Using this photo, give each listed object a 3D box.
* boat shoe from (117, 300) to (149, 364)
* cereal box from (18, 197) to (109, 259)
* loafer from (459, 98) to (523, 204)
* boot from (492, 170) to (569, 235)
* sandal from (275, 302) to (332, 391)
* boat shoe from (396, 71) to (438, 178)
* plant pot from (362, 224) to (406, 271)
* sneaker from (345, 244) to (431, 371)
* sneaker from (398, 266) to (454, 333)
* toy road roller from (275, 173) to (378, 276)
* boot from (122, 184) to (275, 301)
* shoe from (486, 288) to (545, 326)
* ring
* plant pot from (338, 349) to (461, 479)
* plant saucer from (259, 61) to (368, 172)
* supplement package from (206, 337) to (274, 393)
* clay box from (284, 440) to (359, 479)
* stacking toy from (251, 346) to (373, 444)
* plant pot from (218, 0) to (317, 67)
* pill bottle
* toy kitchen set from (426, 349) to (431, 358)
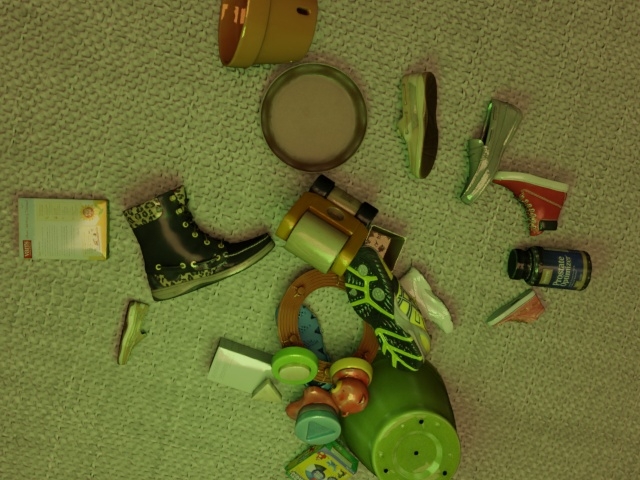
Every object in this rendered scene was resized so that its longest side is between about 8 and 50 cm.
[{"bbox_3d":[-0.536,0.272,1.884,0.072,0.068,0.190,13,95,-19],"label":"boat shoe"},{"bbox_3d":[-0.720,-0.033,1.835,0.240,0.047,0.173,2,96,-6],"label":"cereal box"},{"bbox_3d":[0.474,-0.258,1.902,0.111,0.112,0.319,26,86,-3],"label":"loafer"},{"bbox_3d":[0.608,-0.108,1.942,0.244,0.088,0.176,13,97,-11],"label":"boot"},{"bbox_3d":[-0.035,0.319,1.903,0.126,0.138,0.317,-27,97,0],"label":"sandal"},{"bbox_3d":[0.275,-0.329,1.881,0.098,0.109,0.302,4,99,34],"label":"boat shoe"},{"bbox_3d":[0.172,0.019,1.906,0.109,0.096,0.109,22,93,-8],"label":"plant pot"},{"bbox_3d":[0.194,0.182,1.859,0.145,0.147,0.384,-17,104,37],"label":"sneaker"},{"bbox_3d":[0.307,0.196,1.955,0.115,0.090,0.232,-37,90,6],"label":"sneaker"},{"bbox_3d":[0.000,0.000,1.785,0.202,0.329,0.240,32,125,3],"label":"toy road roller"},{"bbox_3d":[-0.346,-0.019,1.835,0.377,0.138,0.284,-22,98,3],"label":"boot"},{"bbox_3d":[0.598,0.229,1.990,0.178,0.063,0.081,-34,94,-5],"label":"shoe"},{"bbox_3d":[0.036,0.240,1.875,0.337,0.032,0.336,7,74,-26],"label":"ring"},{"bbox_3d":[0.232,0.534,1.845,0.366,0.353,0.366,-1,97,-6],"label":"plant pot"},{"bbox_3d":[-0.020,-0.348,1.867,0.311,0.050,0.310,-1,98,-6],"label":"plant saucer"},{"bbox_3d":[-0.227,0.371,1.904,0.179,0.105,0.105,21,94,-7],"label":"supplement package"},{"bbox_3d":[-0.005,0.684,1.944,0.127,0.053,0.222,41,120,-7],"label":"clay box"},{"bbox_3d":[-0.029,0.438,1.774,0.279,0.130,0.309,21,125,-16],"label":"stacking toy"},{"bbox_3d":[-0.137,-0.590,1.727,0.203,0.291,0.290,4,97,-24],"label":"plant pot"},{"bbox_3d":[0.680,0.081,1.947,0.219,0.123,0.122,5,96,0],"label":"pill bottle"},{"bbox_3d":[0.286,0.302,1.962,0.083,0.075,0.068,22,93,-12],"label":"toy kitchen set"}]
